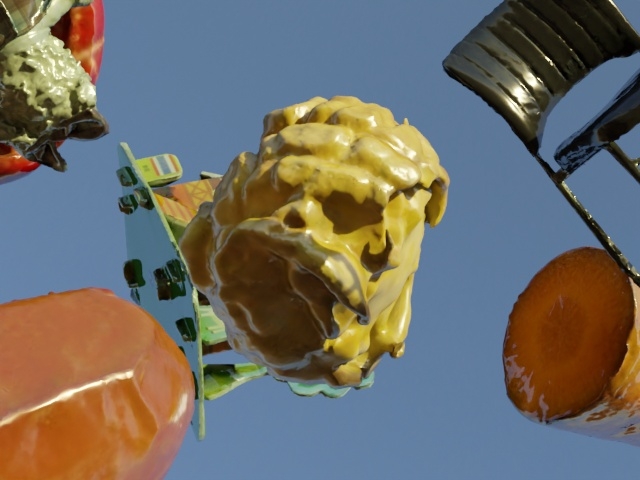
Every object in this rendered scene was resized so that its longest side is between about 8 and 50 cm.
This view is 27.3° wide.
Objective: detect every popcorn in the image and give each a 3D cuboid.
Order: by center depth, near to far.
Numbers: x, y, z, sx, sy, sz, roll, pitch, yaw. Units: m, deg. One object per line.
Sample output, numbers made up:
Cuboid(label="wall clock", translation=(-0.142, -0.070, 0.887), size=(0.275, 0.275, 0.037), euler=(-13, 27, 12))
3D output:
Cuboid(label="popcorn", translation=(0.000, 0.000, 1.098), size=(0.190, 0.250, 0.250), euler=(29, -57, 34))

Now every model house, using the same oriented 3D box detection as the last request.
Cuboid(label="model house", translation=(-0.059, 0.033, 1.594), size=(0.312, 0.358, 0.243), euler=(-14, -52, -15))

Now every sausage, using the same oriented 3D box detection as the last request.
Cuboid(label="sausage", translation=(-0.191, 0.118, 0.782), size=(0.153, 0.268, 0.141), euler=(38, -50, 31))

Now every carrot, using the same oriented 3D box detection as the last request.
Cuboid(label="carrot", translation=(0.284, 0.121, 1.161), size=(0.225, 0.159, 0.159), euler=(28, -61, -29))

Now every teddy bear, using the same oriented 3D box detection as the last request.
Cuboid(label="teddy bear", translation=(-0.232, -0.164, 0.986), size=(0.133, 0.111, 0.213), euler=(-25, -102, 0))

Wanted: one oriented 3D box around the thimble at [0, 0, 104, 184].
Cuboid(label="thimble", translation=(-0.407, -0.229, 1.424), size=(0.350, 0.230, 0.350), euler=(-2, -84, -21))

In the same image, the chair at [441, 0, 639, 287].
Cuboid(label="chair", translation=(0.204, -0.093, 0.866), size=(0.140, 0.145, 0.221), euler=(-43, -92, -10))
